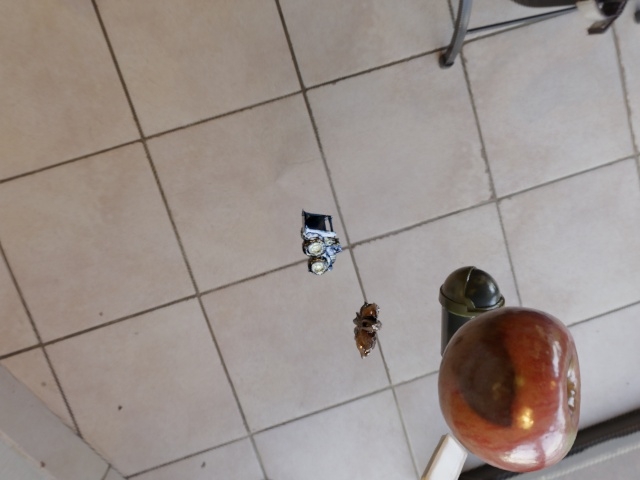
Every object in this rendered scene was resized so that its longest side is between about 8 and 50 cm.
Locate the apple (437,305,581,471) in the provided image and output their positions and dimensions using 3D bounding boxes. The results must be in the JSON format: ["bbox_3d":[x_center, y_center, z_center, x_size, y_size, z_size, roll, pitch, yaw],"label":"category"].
[{"bbox_3d":[0.407,0.315,1.024,0.269,0.344,0.345,-7,100,37],"label":"apple"}]

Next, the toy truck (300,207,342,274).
[{"bbox_3d":[0.000,0.000,1.526,0.126,0.113,0.208,-13,126,3],"label":"toy truck"}]

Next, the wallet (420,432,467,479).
[{"bbox_3d":[0.347,0.627,1.300,0.095,0.190,0.033,47,135,2],"label":"wallet"}]

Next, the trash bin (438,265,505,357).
[{"bbox_3d":[0.504,0.248,1.572,0.214,0.214,0.334,-3,107,-5],"label":"trash bin"}]

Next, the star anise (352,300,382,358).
[{"bbox_3d":[0.158,0.308,1.599,0.073,0.212,0.197,8,84,-9],"label":"star anise"}]
